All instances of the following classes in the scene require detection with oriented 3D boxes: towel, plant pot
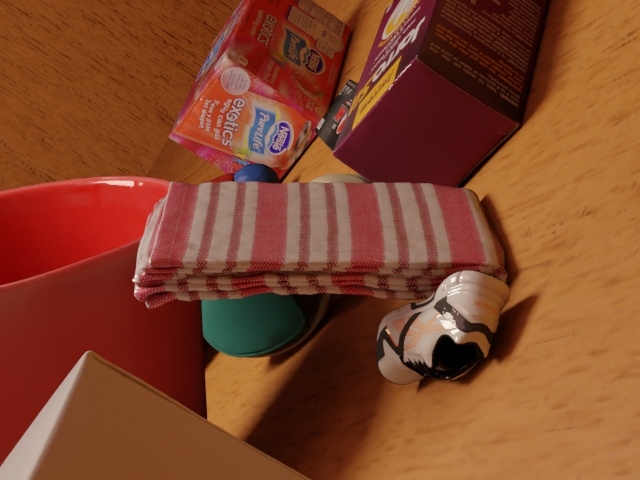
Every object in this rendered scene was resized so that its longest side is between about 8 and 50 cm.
[{"bbox_3d":[0.000,0.000,0.835,0.144,0.197,0.029,-89,0,-70],"label":"towel"},{"bbox_3d":[-0.191,0.110,0.976,0.275,0.275,0.243,-90,-11,-75],"label":"plant pot"}]

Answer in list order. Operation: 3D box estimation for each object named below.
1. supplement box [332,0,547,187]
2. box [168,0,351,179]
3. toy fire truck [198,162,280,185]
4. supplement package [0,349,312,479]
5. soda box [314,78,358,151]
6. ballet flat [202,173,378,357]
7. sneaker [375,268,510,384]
[{"bbox_3d":[0.085,-0.121,1.000,0.104,0.081,0.188,-47,15,41],"label":"supplement box"},{"bbox_3d":[-0.062,-0.178,1.652,0.122,0.128,0.257,-51,13,30],"label":"box"},{"bbox_3d":[-0.147,0.027,1.461,0.254,0.169,0.302,-29,19,13],"label":"toy fire truck"},{"bbox_3d":[-0.104,0.226,0.621,0.177,0.175,0.293,-51,12,32],"label":"supplement package"},{"bbox_3d":[0.040,-0.079,1.131,0.053,0.060,0.169,-55,11,6],"label":"soda box"},{"bbox_3d":[-0.008,0.016,1.073,0.248,0.086,0.086,-39,22,54],"label":"ballet flat"},{"bbox_3d":[0.056,0.054,0.761,0.109,0.040,0.043,-47,23,55],"label":"sneaker"}]
